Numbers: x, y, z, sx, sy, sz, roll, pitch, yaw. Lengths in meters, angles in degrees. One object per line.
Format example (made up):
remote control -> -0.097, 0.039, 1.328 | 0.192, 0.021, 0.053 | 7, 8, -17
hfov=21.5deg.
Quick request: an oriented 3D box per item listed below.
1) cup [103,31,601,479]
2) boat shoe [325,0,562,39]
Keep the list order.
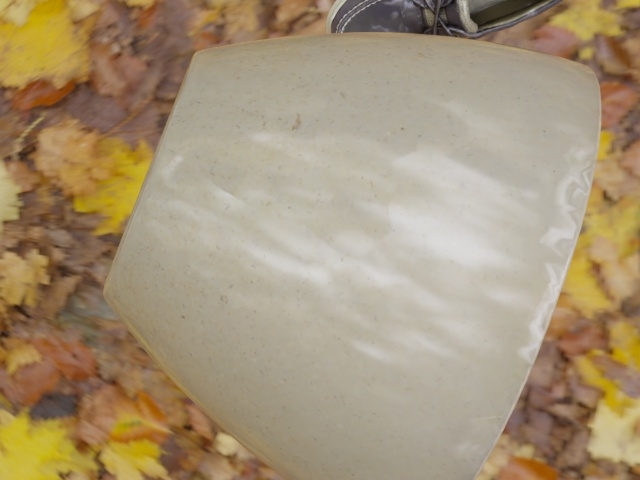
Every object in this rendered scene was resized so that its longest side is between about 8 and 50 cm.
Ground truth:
cup -> 0.000, 0.000, 1.073 | 0.237, 0.331, 0.331 | 21, 84, -8
boat shoe -> 0.145, -0.261, 1.818 | 0.285, 0.092, 0.102 | -17, 119, 0
